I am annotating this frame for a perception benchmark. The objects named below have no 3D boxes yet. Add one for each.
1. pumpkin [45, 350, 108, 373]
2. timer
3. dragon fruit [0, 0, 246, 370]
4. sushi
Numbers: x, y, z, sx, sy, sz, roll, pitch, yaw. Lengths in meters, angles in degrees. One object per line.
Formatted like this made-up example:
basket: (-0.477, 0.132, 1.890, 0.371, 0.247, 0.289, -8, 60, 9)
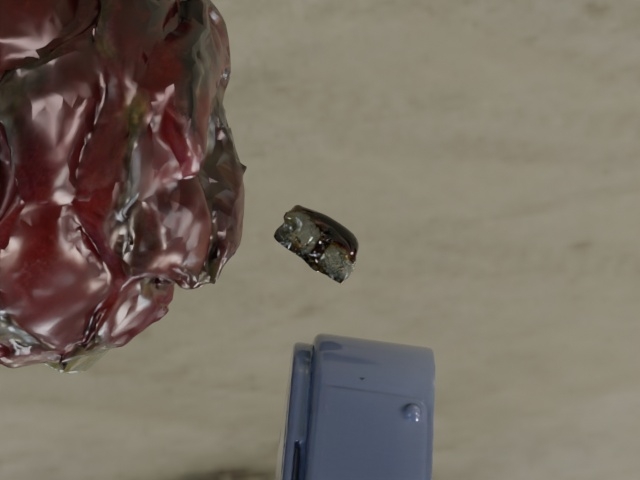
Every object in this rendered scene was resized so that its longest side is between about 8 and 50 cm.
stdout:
pumpkin: (-0.225, 0.011, 1.781, 0.110, 0.217, 0.217, -21, 158, 16)
timer: (0.034, 0.310, 1.721, 0.173, 0.395, 0.395, 5, 161, -2)
dragon fruit: (-0.203, -0.068, 1.192, 0.329, 0.329, 0.329, -6, 162, -2)
sushi: (0.000, 0.000, 1.719, 0.083, 0.046, 0.044, 33, -168, -1)
